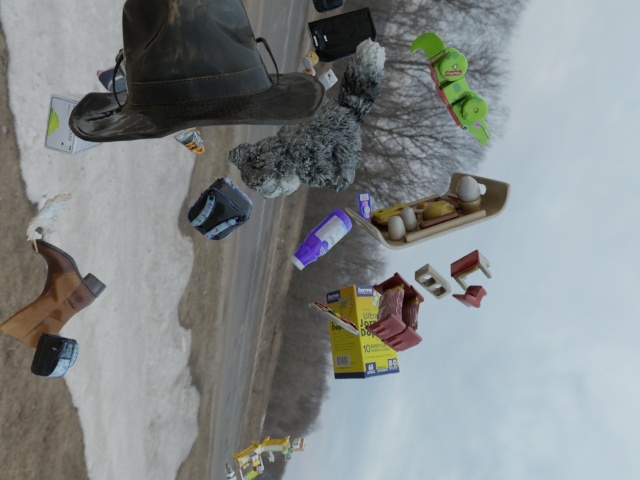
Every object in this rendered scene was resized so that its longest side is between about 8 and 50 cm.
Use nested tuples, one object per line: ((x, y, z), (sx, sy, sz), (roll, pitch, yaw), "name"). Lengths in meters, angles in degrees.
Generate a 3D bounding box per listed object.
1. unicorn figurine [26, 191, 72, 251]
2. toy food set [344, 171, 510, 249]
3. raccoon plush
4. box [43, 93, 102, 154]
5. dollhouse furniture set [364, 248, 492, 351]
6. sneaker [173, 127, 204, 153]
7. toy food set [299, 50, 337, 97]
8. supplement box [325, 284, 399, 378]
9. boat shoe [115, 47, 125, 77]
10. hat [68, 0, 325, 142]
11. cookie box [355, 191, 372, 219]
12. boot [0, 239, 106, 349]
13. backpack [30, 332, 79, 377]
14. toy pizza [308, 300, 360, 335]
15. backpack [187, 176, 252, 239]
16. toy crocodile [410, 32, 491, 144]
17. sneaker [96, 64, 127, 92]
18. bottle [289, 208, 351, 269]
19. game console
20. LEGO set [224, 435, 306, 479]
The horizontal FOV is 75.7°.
((-0.746, -0.064, 1.121), (0.161, 0.060, 0.111), (-63, -167, 9), "unicorn figurine")
((0.225, -0.085, 0.923), (0.219, 0.307, 0.092), (-131, -155, -68), "toy food set")
((-0.053, -0.301, 1.036), (0.216, 0.299, 0.445), (36, -59, 44), "raccoon plush")
((-0.797, -0.392, 1.363), (0.290, 0.087, 0.169), (-117, -136, -67), "box")
((0.333, 0.171, 1.285), (0.374, 0.152, 0.201), (-38, -160, 34), "dollhouse furniture set")
((-0.509, -0.392, 1.628), (0.215, 0.084, 0.083), (-71, 139, -80), "sneaker")
((-0.008, -0.448, 1.272), (0.111, 0.232, 0.104), (5, -130, 53), "toy food set")
((0.168, 0.373, 1.689), (0.195, 0.194, 0.356), (-25, -114, 50), "supplement box")
((-0.543, -0.507, 1.174), (0.223, 0.074, 0.080), (-99, 171, -50), "boat shoe")
((-0.146, -0.225, 0.487), (0.331, 0.332, 0.133), (-72, 163, -58), "hat")
((0.148, -0.118, 1.411), (0.107, 0.040, 0.091), (-101, -177, -83), "cookie box")
((-0.878, 0.168, 1.290), (0.096, 0.264, 0.280), (1, -134, 52), "boot")
((-0.761, 0.335, 1.186), (0.084, 0.105, 0.114), (52, 46, -63), "backpack")
((0.050, 0.254, 1.374), (0.032, 0.201, 0.201), (-59, 177, -7), "toy pizza")
((-0.320, -0.091, 1.295), (0.173, 0.158, 0.116), (-36, -156, 28), "backpack")
((0.357, -0.399, 1.096), (0.105, 0.340, 0.115), (-29, -154, 22), "toy crocodile")
((-0.781, -0.719, 1.736), (0.319, 0.131, 0.112), (-42, 167, -40), "sneaker")
((0.000, 0.000, 1.658), (0.283, 0.092, 0.118), (-43, 153, -10), "bottle")
((0.045, -0.781, 1.351), (0.044, 0.213, 0.360), (-162, -124, -84), "game console")
((-0.185, 0.763, 1.422), (0.132, 0.287, 0.106), (180, -104, -73), "LEGO set")
